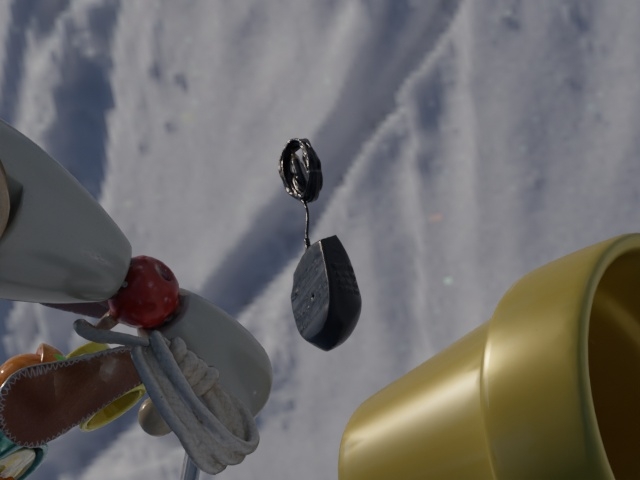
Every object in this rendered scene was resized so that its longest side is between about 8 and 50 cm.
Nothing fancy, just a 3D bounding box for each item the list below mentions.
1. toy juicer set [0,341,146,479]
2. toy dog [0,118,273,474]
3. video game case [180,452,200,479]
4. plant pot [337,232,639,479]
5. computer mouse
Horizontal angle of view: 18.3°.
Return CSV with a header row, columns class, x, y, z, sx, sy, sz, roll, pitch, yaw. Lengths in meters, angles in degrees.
class,x,y,z,sx,sy,sz,roll,pitch,yaw
toy juicer set,-0.311,0.207,1.708,0.089,0.329,0.209,55,-172,14
toy dog,-0.189,0.033,1.198,0.333,0.161,0.220,49,-166,-10
video game case,-0.127,0.219,1.990,0.157,0.019,0.143,113,167,-74
plant pot,0.150,0.148,1.321,0.239,0.254,0.254,-22,82,36
computer mouse,0.000,0.000,1.790,0.071,0.041,0.242,-52,35,41
